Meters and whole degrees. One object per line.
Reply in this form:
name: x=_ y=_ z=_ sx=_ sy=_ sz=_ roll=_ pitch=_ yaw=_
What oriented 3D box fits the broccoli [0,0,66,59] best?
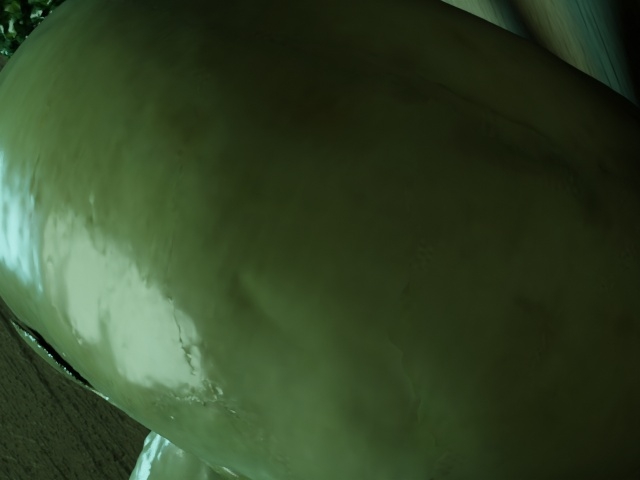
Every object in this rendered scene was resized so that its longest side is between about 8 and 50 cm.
broccoli: x=-0.092 y=-0.196 z=0.918 sx=0.261 sy=0.241 sz=0.269 roll=42 pitch=-141 yaw=-37

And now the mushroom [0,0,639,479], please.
mushroom: x=-0.001 y=0.020 z=0.596 sx=0.246 sy=0.202 sz=0.246 roll=30 pitch=-174 yaw=-4
